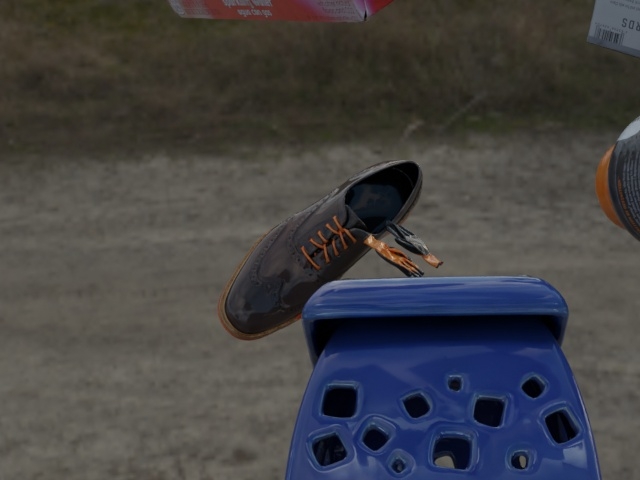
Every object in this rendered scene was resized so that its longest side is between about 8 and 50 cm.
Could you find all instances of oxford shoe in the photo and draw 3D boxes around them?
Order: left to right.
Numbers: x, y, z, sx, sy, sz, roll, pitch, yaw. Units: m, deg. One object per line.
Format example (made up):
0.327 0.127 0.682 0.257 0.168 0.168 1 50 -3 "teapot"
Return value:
0.000 0.000 1.431 0.271 0.097 0.098 -43 -2 -18 "oxford shoe"

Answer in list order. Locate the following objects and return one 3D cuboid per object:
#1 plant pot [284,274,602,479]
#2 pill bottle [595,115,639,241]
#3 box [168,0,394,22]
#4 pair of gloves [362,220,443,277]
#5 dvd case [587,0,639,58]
0.093 0.153 1.068 0.235 0.236 0.212 -2 68 4 "plant pot"
0.319 -0.053 1.093 0.130 0.131 0.245 -12 2 -18 "pill bottle"
-0.016 -0.211 0.790 0.128 0.123 0.257 -38 25 -18 "box"
0.086 0.009 1.384 0.074 0.010 0.083 37 27 12 "pair of gloves"
0.369 -0.288 1.328 0.179 0.239 0.029 24 28 32 "dvd case"
